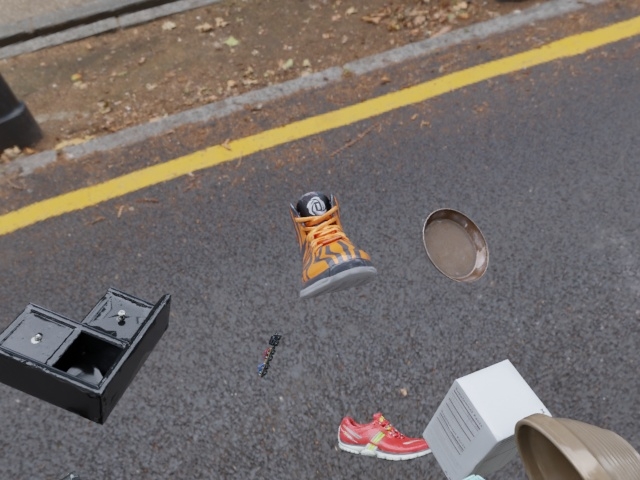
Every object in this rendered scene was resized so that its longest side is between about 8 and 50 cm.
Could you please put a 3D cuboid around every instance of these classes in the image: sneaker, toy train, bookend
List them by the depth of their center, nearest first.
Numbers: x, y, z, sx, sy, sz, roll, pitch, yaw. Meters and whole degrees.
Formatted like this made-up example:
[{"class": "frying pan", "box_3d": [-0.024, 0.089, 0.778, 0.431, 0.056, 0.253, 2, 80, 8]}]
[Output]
[{"class": "bookend", "box_3d": [-0.291, 0.113, 0.616, 0.157, 0.072, 0.157, 22, 41, 2]}, {"class": "sneaker", "box_3d": [0.000, 0.000, 0.867, 0.125, 0.321, 0.179, -13, 87, -10]}, {"class": "sneaker", "box_3d": [0.179, 0.551, 1.433, 0.279, 0.107, 0.118, -2, 75, 23]}, {"class": "toy train", "box_3d": [-0.170, 0.373, 1.655, 0.036, 0.027, 0.158, 22, 95, 1]}]

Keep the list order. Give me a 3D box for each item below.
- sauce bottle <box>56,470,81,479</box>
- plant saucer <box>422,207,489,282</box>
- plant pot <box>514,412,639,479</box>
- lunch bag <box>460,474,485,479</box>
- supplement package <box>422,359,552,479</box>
[{"class": "sauce bottle", "box_3d": [-0.402, 0.371, 0.714, 0.042, 0.042, 0.128, 27, 22, 28]}, {"class": "plant saucer", "box_3d": [0.280, 0.013, 1.069, 0.169, 0.029, 0.168, 11, 62, -23]}, {"class": "plant pot", "box_3d": [0.393, 0.347, 0.722, 0.110, 0.237, 0.237, -23, 50, -7]}, {"class": "lunch bag", "box_3d": [0.253, 0.483, 0.720, 0.160, 0.223, 0.262, -12, 57, 7]}, {"class": "supplement package", "box_3d": [0.328, 0.378, 1.033, 0.139, 0.243, 0.133, -13, 49, -23]}]
